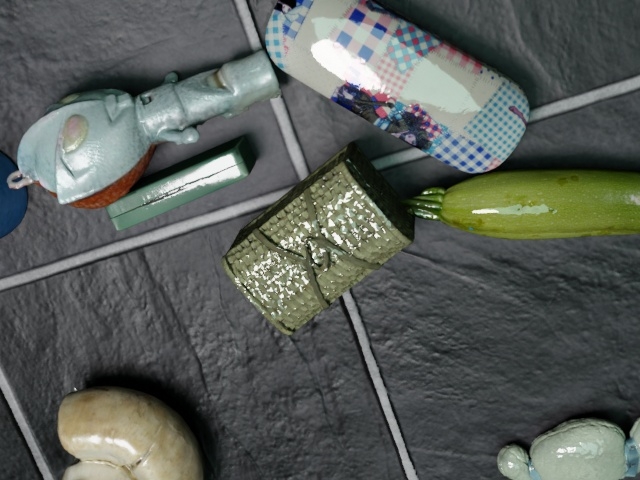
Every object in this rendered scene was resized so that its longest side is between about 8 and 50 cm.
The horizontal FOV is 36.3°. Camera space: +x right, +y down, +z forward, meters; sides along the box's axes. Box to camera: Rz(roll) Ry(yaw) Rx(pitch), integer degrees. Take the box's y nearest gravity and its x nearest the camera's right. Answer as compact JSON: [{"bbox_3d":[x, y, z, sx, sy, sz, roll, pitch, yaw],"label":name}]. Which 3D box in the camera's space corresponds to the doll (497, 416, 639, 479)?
[{"bbox_3d":[0.341,0.284,1.281,0.214,0.071,0.104,-19,104,14],"label":"doll"}]

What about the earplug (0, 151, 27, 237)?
[{"bbox_3d":[-0.457,-0.020,1.143,0.132,0.273,0.132,2,109,5],"label":"earplug"}]

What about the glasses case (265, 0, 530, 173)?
[{"bbox_3d":[0.091,-0.195,1.144,0.327,0.076,0.125,28,111,-5],"label":"glasses case"}]

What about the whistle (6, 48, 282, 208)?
[{"bbox_3d":[-0.215,-0.135,1.167,0.346,0.142,0.134,-22,114,0],"label":"whistle"}]

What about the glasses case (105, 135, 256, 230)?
[{"bbox_3d":[-0.172,-0.071,1.205,0.184,0.078,0.039,-22,106,11],"label":"glasses case"}]

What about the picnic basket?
[{"bbox_3d":[0.000,0.000,1.175,0.196,0.154,0.134,-37,102,14],"label":"picnic basket"}]

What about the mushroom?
[{"bbox_3d":[-0.246,0.317,1.279,0.189,0.195,0.254,-6,110,3],"label":"mushroom"}]

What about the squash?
[{"bbox_3d":[0.265,-0.042,1.159,0.340,0.094,0.095,0,108,-1],"label":"squash"}]
